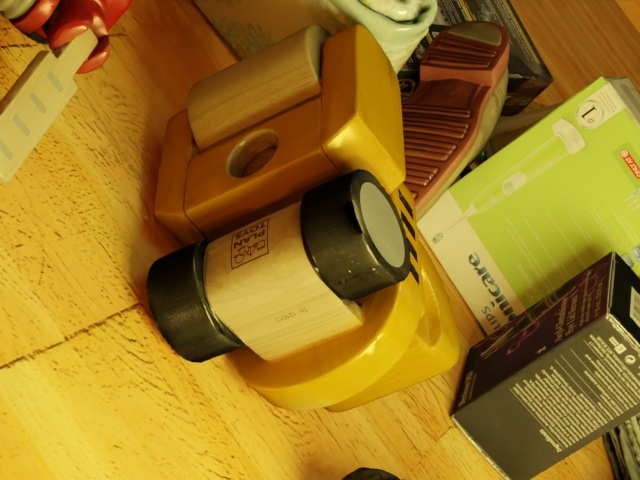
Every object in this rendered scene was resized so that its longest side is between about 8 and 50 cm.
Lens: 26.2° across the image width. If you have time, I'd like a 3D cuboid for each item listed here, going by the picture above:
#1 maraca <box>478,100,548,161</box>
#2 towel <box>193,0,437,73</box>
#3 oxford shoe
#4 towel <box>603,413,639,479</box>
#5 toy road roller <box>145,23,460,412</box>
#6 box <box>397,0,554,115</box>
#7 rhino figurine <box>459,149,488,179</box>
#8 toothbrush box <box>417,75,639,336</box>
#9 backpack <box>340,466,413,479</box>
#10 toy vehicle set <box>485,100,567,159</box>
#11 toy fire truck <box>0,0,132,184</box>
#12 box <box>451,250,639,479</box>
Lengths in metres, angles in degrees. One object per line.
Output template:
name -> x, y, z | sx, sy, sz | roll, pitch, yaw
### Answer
maraca -> 0.275, -0.145, 1.948 | 0.186, 0.099, 0.127 | -3, 54, -30
towel -> -0.057, -0.290, 1.356 | 0.374, 0.090, 0.320 | 51, -16, 4
oxford shoe -> 0.138, -0.103, 1.570 | 0.348, 0.123, 0.130 | -54, 145, -35
towel -> 0.465, 0.314, 1.723 | 0.324, 0.056, 0.312 | 36, 30, -31
toy road roller -> 0.000, 0.000, 1.191 | 0.240, 0.203, 0.329 | 48, 28, -39
box -> 0.099, -0.349, 1.809 | 0.318, 0.097, 0.394 | -4, 60, -41
rhino figurine -> 0.267, -0.025, 1.804 | 0.243, 0.073, 0.106 | 42, 24, -25
toothbrush box -> 0.283, -0.025, 1.583 | 0.206, 0.283, 0.122 | 57, 25, 11
backpack -> 0.089, 0.268, 1.082 | 0.182, 0.115, 0.152 | 38, 26, -35
toy vehicle set -> 0.316, -0.039, 1.693 | 0.035, 0.166, 0.266 | -61, 133, -62
toy fire truck -> -0.256, -0.188, 1.079 | 0.217, 0.158, 0.246 | 33, 21, -36
box -> 0.252, 0.132, 1.419 | 0.108, 0.207, 0.153 | 48, 25, -10
